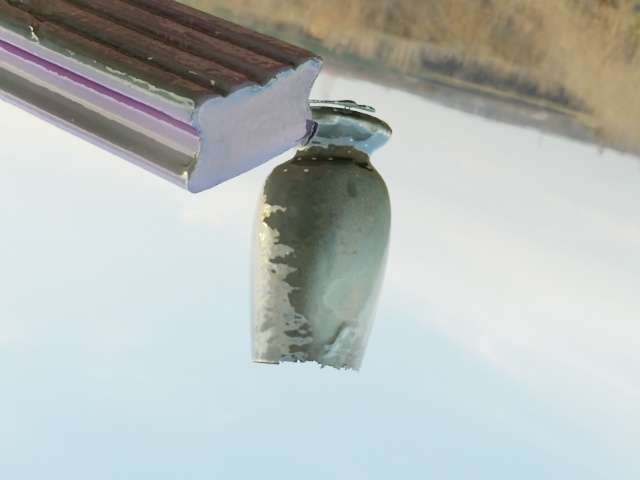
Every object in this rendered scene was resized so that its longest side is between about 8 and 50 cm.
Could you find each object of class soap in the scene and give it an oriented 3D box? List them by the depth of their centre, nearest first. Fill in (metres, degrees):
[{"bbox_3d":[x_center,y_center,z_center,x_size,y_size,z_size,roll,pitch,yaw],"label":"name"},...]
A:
[{"bbox_3d":[-0.114,-0.107,0.675,0.203,0.065,0.122,26,-145,29],"label":"soap"}]

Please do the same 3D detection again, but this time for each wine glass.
[{"bbox_3d":[0.000,0.000,0.835,0.111,0.204,0.111,5,173,1],"label":"wine glass"}]
